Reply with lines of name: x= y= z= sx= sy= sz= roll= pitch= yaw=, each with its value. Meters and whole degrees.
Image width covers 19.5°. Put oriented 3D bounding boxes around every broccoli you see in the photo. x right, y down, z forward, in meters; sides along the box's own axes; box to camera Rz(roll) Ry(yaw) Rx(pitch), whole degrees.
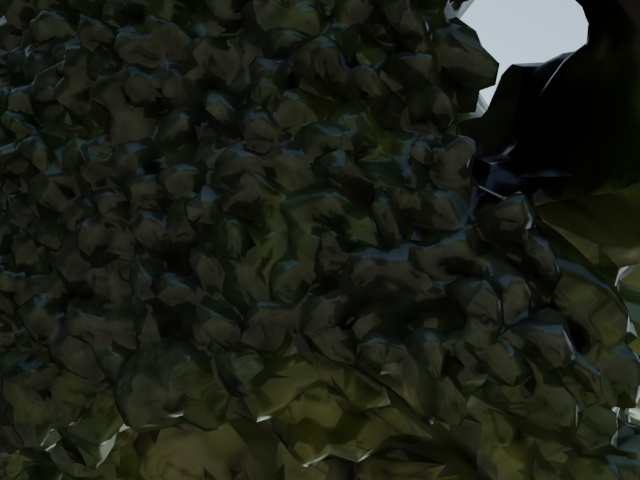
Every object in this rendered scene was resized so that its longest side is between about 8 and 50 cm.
broccoli: x=-0.012 y=-0.007 z=0.587 sx=0.318 sy=0.277 sz=0.338 roll=9 pitch=-32 yaw=2
